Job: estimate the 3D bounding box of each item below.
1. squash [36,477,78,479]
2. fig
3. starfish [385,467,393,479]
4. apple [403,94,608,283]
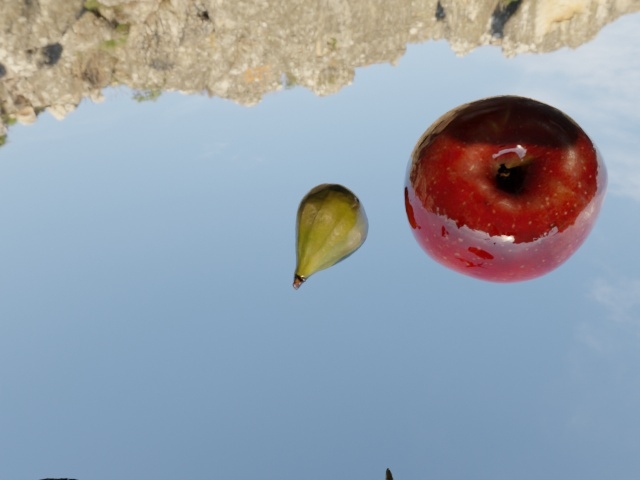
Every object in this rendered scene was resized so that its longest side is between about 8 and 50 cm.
[{"bbox_3d":[-0.362,0.394,0.579,0.192,0.184,0.085,-52,-139,-5],"label":"squash"},{"bbox_3d":[0.018,0.001,0.779,0.126,0.133,0.185,6,-118,-11],"label":"fig"},{"bbox_3d":[0.097,0.479,0.770,0.223,0.050,0.217,8,-141,3],"label":"starfish"},{"bbox_3d":[0.205,-0.057,0.561,0.218,0.218,0.201,7,174,19],"label":"apple"}]
